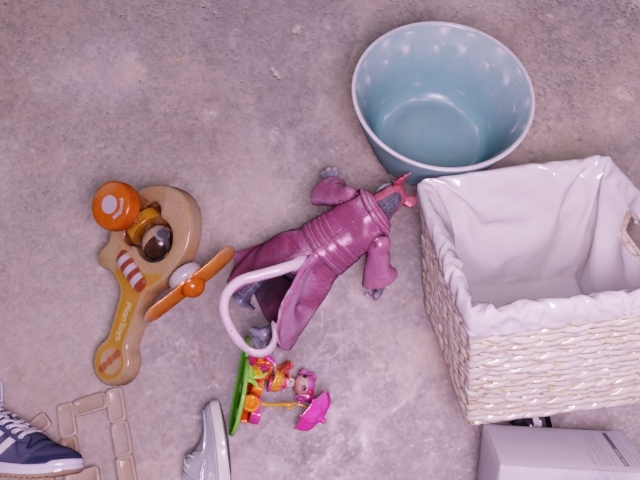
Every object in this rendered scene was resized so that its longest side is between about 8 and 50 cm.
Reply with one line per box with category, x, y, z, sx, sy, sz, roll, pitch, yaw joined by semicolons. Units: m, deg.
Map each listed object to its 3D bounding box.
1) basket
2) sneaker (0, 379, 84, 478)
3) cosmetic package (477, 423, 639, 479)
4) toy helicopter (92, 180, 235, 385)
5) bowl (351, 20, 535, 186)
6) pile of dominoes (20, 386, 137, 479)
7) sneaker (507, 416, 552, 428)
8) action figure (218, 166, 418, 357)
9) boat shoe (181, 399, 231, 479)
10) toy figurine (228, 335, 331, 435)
basket;0.332;0.075;1.126;0.331;0.266;0.328;-7;39;-3
sneaker;-0.513;0.302;1.198;0.282;0.099;0.153;1;75;13
cosmetic package;0.359;0.415;1.121;0.224;0.138;0.224;2;103;2
toy helicopter;-0.290;0.082;1.246;0.235;0.140;0.355;18;92;24
bowl;0.204;-0.216;1.299;0.311;0.163;0.312;0;64;-1
pile of dominoes;-0.402;0.394;1.231;0.195;0.040;0.251;-15;68;-1
sneaker;0.327;0.275;1.244;0.097;0.084;0.235;-17;74;20
action figure;0.000;0.000;1.209;0.370;0.275;0.248;-39;77;8
boat shoe;-0.188;0.378;1.201;0.081;0.079;0.228;-4;78;-6
toy figurine;-0.061;0.255;1.236;0.159;0.130;0.173;12;50;-11
